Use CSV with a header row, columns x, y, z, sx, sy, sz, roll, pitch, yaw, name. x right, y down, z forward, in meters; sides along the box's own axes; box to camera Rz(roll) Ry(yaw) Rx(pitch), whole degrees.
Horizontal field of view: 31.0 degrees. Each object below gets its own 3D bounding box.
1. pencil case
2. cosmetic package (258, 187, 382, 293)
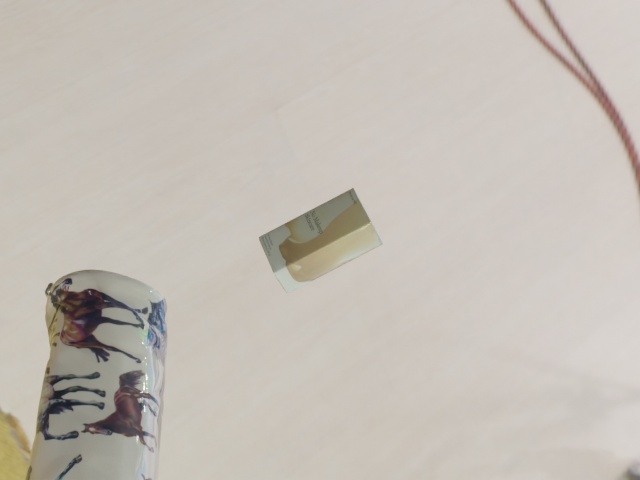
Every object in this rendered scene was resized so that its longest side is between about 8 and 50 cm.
x,y,z,sx,sy,sz,roll,pitch,yaw,name
-0.290,0.238,1.445,0.183,0.160,0.410,1,60,1,pencil case
0.000,0.000,1.204,0.115,0.060,0.041,-29,137,2,cosmetic package
